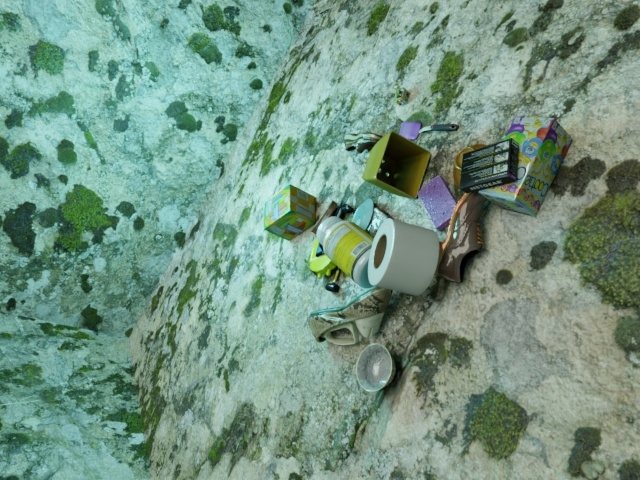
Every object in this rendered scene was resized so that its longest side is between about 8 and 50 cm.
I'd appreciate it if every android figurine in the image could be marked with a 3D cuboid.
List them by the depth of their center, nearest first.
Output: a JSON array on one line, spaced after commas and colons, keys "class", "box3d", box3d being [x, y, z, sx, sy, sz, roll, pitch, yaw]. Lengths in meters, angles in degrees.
[{"class": "android figurine", "box3d": [0.032, 0.050, 2.129, 0.248, 0.056, 0.273, -27, 44, 43]}]

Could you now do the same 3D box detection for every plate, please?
[{"class": "plate", "box3d": [0.179, -0.101, 2.028, 0.188, 0.024, 0.188, -55, 22, 37]}]

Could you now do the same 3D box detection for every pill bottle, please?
[{"class": "pill bottle", "box3d": [0.130, 0.036, 1.892, 0.334, 0.187, 0.188, 42, 104, 44]}]

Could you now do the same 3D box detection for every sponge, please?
[{"class": "sponge", "box3d": [0.456, -0.146, 1.756, 0.117, 0.031, 0.210, -43, 42, 28]}]

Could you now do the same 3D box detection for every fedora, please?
[{"class": "fedora", "box3d": [0.550, -0.280, 1.675, 0.194, 0.079, 0.194, -27, 52, 40]}]

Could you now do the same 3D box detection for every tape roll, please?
[{"class": "tape roll", "box3d": [0.287, 0.059, 1.613, 0.246, 0.169, 0.246, -166, 90, -79]}]

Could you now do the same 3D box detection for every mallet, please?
[{"class": "mallet", "box3d": [0.072, 0.144, 2.069, 0.062, 0.039, 0.190, -10, 58, 51]}]

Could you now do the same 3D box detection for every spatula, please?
[{"class": "spatula", "box3d": [0.456, -0.472, 1.938, 0.296, 0.030, 0.084, 13, 82, 52]}]

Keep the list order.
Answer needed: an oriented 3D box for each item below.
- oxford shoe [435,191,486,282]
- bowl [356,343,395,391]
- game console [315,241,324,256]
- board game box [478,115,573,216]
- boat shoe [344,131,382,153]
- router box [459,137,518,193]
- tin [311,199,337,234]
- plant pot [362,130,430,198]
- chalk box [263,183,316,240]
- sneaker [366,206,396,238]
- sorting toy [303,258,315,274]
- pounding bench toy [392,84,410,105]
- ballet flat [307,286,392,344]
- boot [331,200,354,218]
[{"class": "oxford shoe", "box3d": [0.511, -0.026, 1.570, 0.132, 0.130, 0.364, 29, 100, 36]}, {"class": "bowl", "box3d": [0.218, 0.468, 1.664, 0.170, 0.080, 0.170, -27, 51, 40]}, {"class": "game console", "box3d": [0.000, 0.000, 2.101, 0.071, 0.107, 0.122, -2, 59, 24]}, {"class": "board game box", "box3d": [0.657, -0.238, 1.466, 0.142, 0.144, 0.275, 28, 93, 54]}, {"class": "boat shoe", "box3d": [0.205, -0.464, 2.207, 0.257, 0.095, 0.095, 18, 99, 59]}, {"class": "router box", "box3d": [0.535, -0.235, 1.457, 0.178, 0.046, 0.133, -12, 61, 52]}, {"class": "tin", "box3d": [0.019, -0.112, 2.226, 0.190, 0.040, 0.106, -55, 0, 10]}, {"class": "plant pot", "box3d": [0.297, -0.304, 1.914, 0.187, 0.212, 0.212, 4, 73, 66]}, {"class": "chalk box", "box3d": [-0.184, -0.129, 2.412, 0.289, 0.180, 0.179, -33, 47, 38]}, {"class": "sneaker", "box3d": [0.263, -0.038, 1.903, 0.132, 0.086, 0.229, -60, 27, 16]}, {"class": "sorting toy", "box3d": [-0.055, 0.123, 2.196, 0.012, 0.083, 0.062, -35, 38, -2]}, {"class": "pounding bench toy", "box3d": [0.365, -0.671, 2.117, 0.052, 0.083, 0.065, 1, 71, 51]}, {"class": "ballet flat", "box3d": [0.131, 0.317, 1.824, 0.482, 0.164, 0.182, -30, 70, 45]}, {"class": "boot", "box3d": [0.103, -0.127, 2.168, 0.099, 0.045, 0.121, -58, 30, 6]}]
